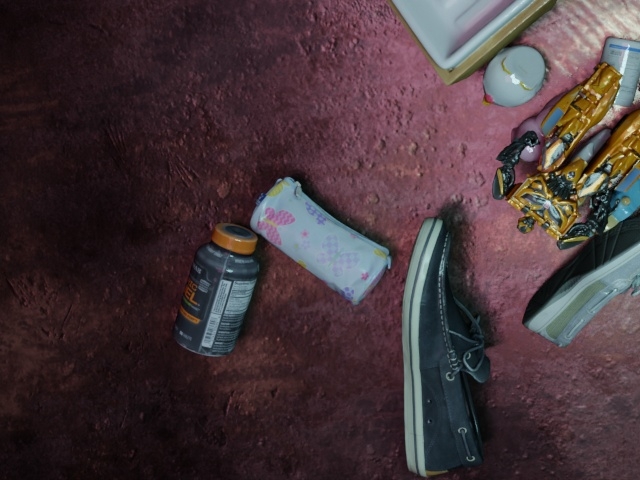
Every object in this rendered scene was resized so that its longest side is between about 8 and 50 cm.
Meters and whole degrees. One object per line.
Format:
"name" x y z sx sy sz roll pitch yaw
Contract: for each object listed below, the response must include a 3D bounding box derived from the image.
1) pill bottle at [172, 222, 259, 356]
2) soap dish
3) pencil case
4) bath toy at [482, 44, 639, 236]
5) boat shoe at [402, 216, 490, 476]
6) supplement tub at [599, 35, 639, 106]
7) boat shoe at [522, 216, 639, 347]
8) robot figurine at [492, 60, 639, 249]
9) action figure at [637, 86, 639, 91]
"pill bottle" -0.197 0.091 1.859 0.130 0.130 0.246 22 107 12
"soap dish" 0.233 -0.427 1.574 0.229 0.118 0.291 -40 64 21
"pencil case" 0.000 0.000 1.786 0.273 0.113 0.124 37 86 8
"bath toy" 0.394 -0.170 1.623 0.151 0.129 0.348 -39 90 -23
"boat shoe" 0.229 0.197 1.723 0.156 0.187 0.500 0 107 13
"supplement tub" 0.498 -0.282 1.587 0.071 0.071 0.107 14 106 15
"boat shoe" 0.477 0.075 1.623 0.103 0.118 0.320 36 130 -5
"robot figurine" 0.411 -0.127 1.519 0.211 0.085 0.291 37 101 3
"action figure" 0.669 -0.213 1.523 0.280 0.091 0.139 37 109 3
